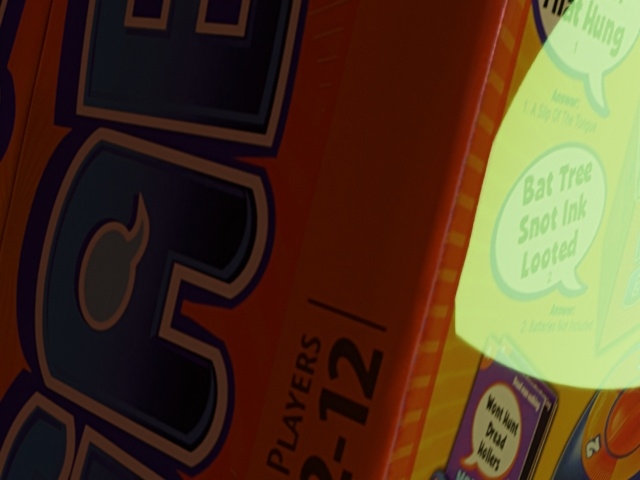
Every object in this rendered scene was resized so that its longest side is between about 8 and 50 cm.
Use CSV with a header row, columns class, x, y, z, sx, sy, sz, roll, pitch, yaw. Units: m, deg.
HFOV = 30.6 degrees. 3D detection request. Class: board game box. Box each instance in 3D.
class,x,y,z,sx,sy,sz,roll,pitch,yaw
board game box,0.000,0.000,0.547,0.356,0.356,0.356,5,102,-51
